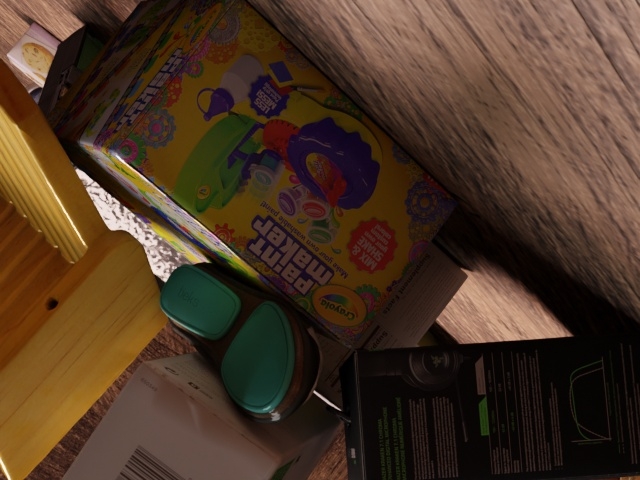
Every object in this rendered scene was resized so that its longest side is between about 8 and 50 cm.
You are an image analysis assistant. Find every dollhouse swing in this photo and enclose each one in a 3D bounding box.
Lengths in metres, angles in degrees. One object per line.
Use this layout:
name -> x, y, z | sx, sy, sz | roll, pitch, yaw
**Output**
dollhouse swing -> -0.370, -0.012, 1.366 | 0.347, 0.315, 0.305 | 38, 174, 43

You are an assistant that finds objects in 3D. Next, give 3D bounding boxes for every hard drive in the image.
hard drive -> -0.207, -0.080, 1.723 | 0.339, 0.064, 0.237 | 42, -147, -31

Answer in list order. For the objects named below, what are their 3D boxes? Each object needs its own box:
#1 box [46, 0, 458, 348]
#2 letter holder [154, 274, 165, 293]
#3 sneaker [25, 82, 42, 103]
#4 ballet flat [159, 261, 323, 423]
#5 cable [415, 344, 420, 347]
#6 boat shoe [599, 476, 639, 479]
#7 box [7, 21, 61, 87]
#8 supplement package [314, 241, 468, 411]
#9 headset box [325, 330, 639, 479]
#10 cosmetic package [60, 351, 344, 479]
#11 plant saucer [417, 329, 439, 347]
box -> -0.077, -0.070, 1.330 | 0.290, 0.177, 0.279 | 41, 170, -25
letter holder -> -0.174, 0.022, 2.028 | 0.302, 0.152, 0.214 | 19, 176, -7
sneaker -> -0.342, -0.153, 2.217 | 0.282, 0.099, 0.153 | 35, 179, -35
ballet flat -> -0.052, 0.092, 1.252 | 0.096, 0.095, 0.280 | 32, -175, -32
cable -> 0.065, 0.163, 2.049 | 0.257, 0.089, 0.257 | 31, 170, 31
boat shoe -> 0.419, 0.348, 1.824 | 0.324, 0.122, 0.120 | 30, 167, -9
box -> -0.300, -0.186, 1.998 | 0.324, 0.067, 0.063 | 38, 172, -3
supplement package -> 0.004, 0.057, 1.588 | 0.145, 0.204, 0.262 | 42, 170, -22
headset box -> 0.148, 0.168, 1.342 | 0.283, 0.131, 0.246 | -4, 172, -2
cosmetic package -> -0.112, 0.219, 1.336 | 0.155, 0.197, 0.365 | 35, -174, 10
plant saucer -> 0.093, 0.115, 2.111 | 0.241, 0.037, 0.241 | 35, 171, 6
